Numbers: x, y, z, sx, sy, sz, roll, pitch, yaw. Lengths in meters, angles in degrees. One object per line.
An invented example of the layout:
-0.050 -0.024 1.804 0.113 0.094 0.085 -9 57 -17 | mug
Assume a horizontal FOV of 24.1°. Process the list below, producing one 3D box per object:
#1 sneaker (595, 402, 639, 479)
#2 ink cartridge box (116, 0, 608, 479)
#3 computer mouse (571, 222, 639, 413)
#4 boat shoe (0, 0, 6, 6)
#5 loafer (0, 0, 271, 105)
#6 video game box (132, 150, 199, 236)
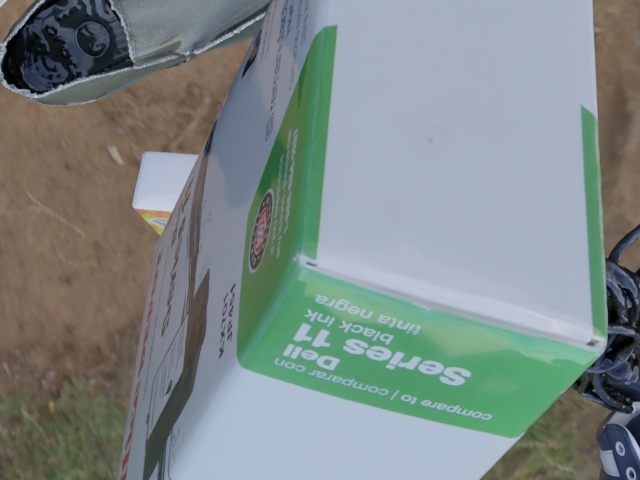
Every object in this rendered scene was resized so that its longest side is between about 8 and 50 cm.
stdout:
0.231 0.185 0.837 0.099 0.282 0.153 -9 109 -12 | sneaker
0.003 0.015 0.476 0.086 0.153 0.208 15 141 -13 | ink cartridge box
0.233 0.012 0.687 0.272 0.072 0.188 -27 157 7 | computer mouse
-0.449 -0.235 1.524 0.095 0.335 0.112 50 43 -33 | boat shoe
-0.088 -0.139 0.867 0.251 0.087 0.094 -29 98 27 | loafer
0.000 0.000 1.020 0.205 0.187 0.048 5 69 16 | video game box
